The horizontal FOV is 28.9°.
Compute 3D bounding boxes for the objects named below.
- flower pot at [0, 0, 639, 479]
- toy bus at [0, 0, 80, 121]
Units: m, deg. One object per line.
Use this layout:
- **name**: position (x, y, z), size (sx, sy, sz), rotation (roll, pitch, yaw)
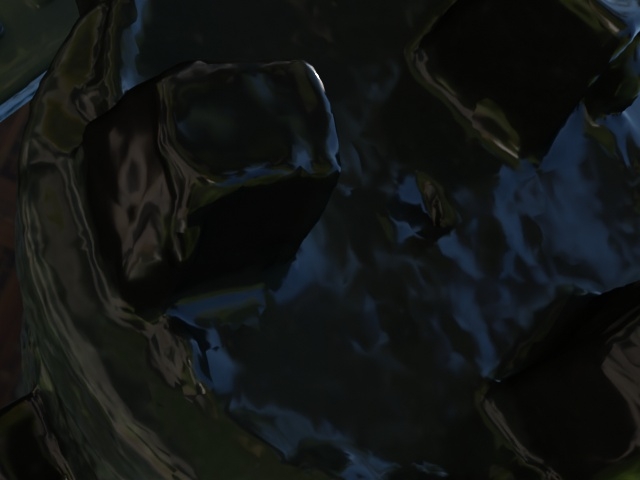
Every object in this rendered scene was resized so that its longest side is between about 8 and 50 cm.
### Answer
- **flower pot**: position (0.000, 0.000, 0.502), size (0.283, 0.299, 0.299), rotation (134, -27, -59)
- **toy bus**: position (-0.184, -0.150, 0.584), size (0.343, 0.183, 0.199), rotation (-40, -162, -15)
